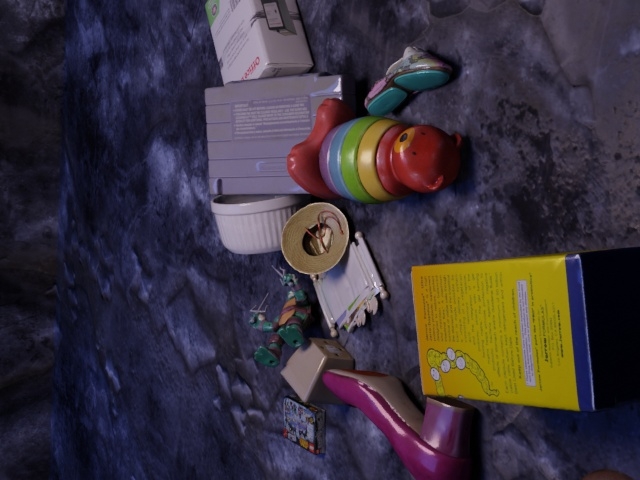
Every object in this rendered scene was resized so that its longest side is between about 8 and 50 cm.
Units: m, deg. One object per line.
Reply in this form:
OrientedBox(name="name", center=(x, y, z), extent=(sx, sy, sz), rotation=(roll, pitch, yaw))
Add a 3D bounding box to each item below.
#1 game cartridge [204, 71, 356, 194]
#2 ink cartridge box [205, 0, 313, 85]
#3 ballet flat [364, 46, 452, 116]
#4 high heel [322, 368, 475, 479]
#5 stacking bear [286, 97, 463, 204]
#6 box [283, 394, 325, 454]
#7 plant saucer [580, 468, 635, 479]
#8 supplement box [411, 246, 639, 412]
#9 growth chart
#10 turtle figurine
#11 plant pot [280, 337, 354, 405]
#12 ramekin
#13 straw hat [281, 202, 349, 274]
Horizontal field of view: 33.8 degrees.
OrientedBox(name="game cartridge", center=(-0.079, -0.203, 2.049), extent=(0.355, 0.068, 0.230), rotation=(2, 92, 38))
OrientedBox(name="ink cartridge box", center=(-0.134, -0.432, 2.209), extent=(0.198, 0.114, 0.273), rotation=(-42, 58, 54))
OrientedBox(name="ballet flat", center=(0.147, -0.282, 1.799), extent=(0.221, 0.077, 0.079), rotation=(-26, 52, 58))
OrientedBox(name="high heel", center=(0.115, 0.337, 1.854), extent=(0.377, 0.127, 0.181), rotation=(12, 94, 56))
OrientedBox(name="stacking bear", center=(0.112, -0.139, 1.787), extent=(0.289, 0.164, 0.175), rotation=(7, 59, 49))
OrientedBox(name="box", center=(-0.035, 0.389, 2.230), extent=(0.137, 0.027, 0.094), rotation=(12, 105, 59))
OrientedBox(name="plant saucer", center=(0.404, 0.421, 1.470), extent=(0.198, 0.036, 0.199), rotation=(9, 101, 59))
OrientedBox(name="supplement box", center=(0.308, 0.116, 1.438), extent=(0.356, 0.194, 0.195), rotation=(-7, 87, 60))
OrientedBox(name="growth chart", center=(0.052, 0.094, 2.048), extent=(0.237, 0.021, 0.172), rotation=(-46, 55, 52))
OrientedBox(name="turtle figurine", center=(-0.070, 0.148, 2.148), extent=(0.234, 0.118, 0.175), rotation=(-84, 19, -57))
OrientedBox(name="plant pot", center=(0.004, 0.252, 2.078), extent=(0.109, 0.109, 0.096), rotation=(43, 116, 49))
OrientedBox(name="ramekin", center=(-0.115, -0.044, 2.146), extent=(0.207, 0.207, 0.109), rotation=(12, 113, 59))
OrientedBox(name="straw hat", center=(0.000, 0.000, 2.063), extent=(0.144, 0.061, 0.144), rotation=(-3, 82, 19))
